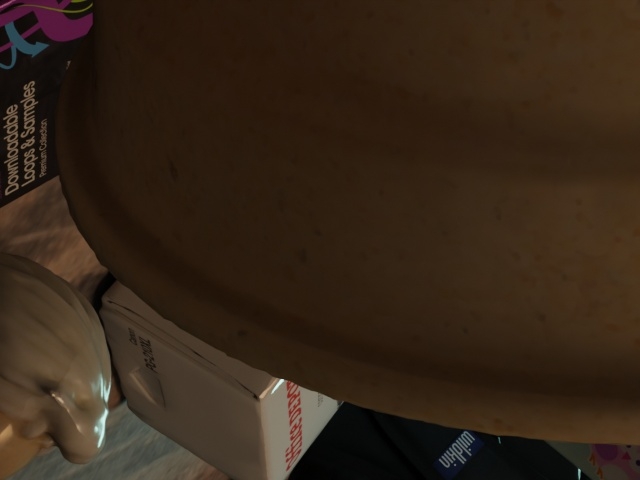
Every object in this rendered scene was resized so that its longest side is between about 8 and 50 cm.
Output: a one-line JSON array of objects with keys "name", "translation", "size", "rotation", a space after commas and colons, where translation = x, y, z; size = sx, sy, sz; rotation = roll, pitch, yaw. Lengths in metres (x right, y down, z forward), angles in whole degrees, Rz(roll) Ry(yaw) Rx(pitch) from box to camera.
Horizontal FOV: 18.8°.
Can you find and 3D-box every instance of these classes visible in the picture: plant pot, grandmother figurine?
[{"name": "plant pot", "translation": [0.078, -0.172, 0.476], "size": [0.334, 0.333, 0.305], "rotation": [-43, 138, -43]}, {"name": "grandmother figurine", "translation": [-0.195, 0.140, 0.709], "size": [0.342, 0.104, 0.208], "rotation": [-53, -167, -26]}]

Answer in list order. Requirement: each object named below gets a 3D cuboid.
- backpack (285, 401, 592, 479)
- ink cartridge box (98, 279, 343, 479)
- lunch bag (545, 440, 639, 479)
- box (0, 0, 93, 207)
[{"name": "backpack", "translation": [0.122, 0.257, 1.480], "size": [0.290, 0.355, 0.273], "rotation": [-52, 166, -21]}, {"name": "ink cartridge box", "translation": [0.000, 0.000, 1.023], "size": [0.237, 0.100, 0.172], "rotation": [-52, 165, -19]}, {"name": "lunch bag", "translation": [0.221, 0.032, 1.088], "size": [0.262, 0.223, 0.160], "rotation": [-23, 142, -46]}, {"name": "box", "translation": [-0.069, -0.082, 0.684], "size": [0.162, 0.029, 0.116], "rotation": [-34, 157, -26]}]
